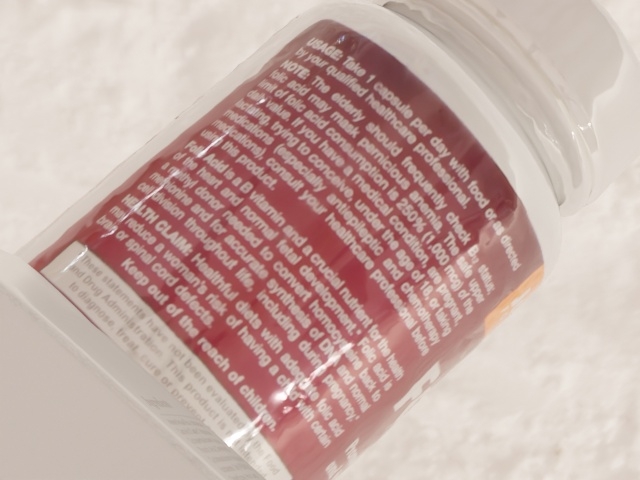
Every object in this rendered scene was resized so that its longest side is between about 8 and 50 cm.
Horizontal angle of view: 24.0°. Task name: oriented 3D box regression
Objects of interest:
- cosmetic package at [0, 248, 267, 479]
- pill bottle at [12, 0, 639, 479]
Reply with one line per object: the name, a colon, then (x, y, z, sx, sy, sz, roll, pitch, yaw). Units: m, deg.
cosmetic package: (-0.060, 0.112, 0.450, 0.231, 0.085, 0.117, 42, 88, 11)
pill bottle: (0.000, 0.000, 0.907, 0.392, 0.224, 0.224, -41, 75, -14)
